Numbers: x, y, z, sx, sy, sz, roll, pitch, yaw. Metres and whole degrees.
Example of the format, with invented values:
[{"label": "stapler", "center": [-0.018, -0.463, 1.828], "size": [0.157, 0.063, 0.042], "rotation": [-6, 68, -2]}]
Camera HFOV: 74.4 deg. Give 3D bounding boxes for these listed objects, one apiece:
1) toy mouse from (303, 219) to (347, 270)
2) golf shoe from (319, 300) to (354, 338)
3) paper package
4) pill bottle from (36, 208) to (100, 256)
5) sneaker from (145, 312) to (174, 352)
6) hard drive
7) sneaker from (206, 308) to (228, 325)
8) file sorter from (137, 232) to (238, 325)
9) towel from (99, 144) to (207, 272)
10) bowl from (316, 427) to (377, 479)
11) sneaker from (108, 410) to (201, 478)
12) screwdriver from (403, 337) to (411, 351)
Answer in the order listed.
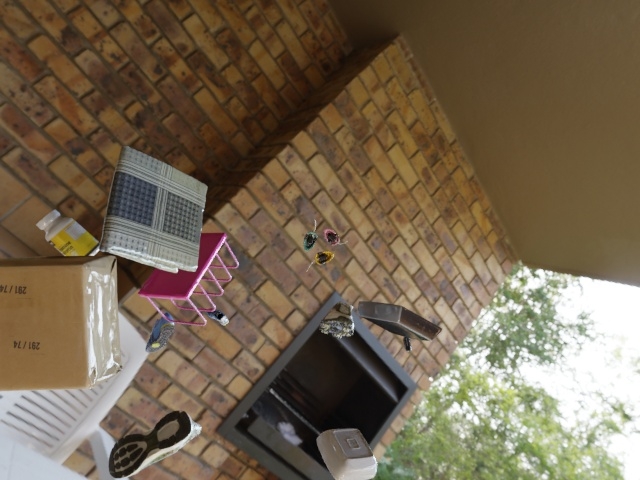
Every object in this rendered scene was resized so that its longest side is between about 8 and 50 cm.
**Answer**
[{"label": "toy mouse", "center": [0.000, 0.000, 1.332], "size": [0.031, 0.161, 0.143], "rotation": [-159, -132, -76]}, {"label": "golf shoe", "center": [0.060, 0.254, 1.410], "size": [0.105, 0.120, 0.273], "rotation": [25, -16, -2]}, {"label": "paper package", "center": [-0.681, 0.194, 1.030], "size": [0.324, 0.310, 0.168], "rotation": [-2, 1, 0]}, {"label": "pill bottle", "center": [-0.824, -0.010, 1.382], "size": [0.184, 0.103, 0.103], "rotation": [49, -18, -21]}, {"label": "sneaker", "center": [-0.679, 0.389, 1.780], "size": [0.069, 0.209, 0.082], "rotation": [14, 34, -43]}, {"label": "hard drive", "center": [0.226, 0.241, 1.273], "size": [0.172, 0.054, 0.254], "rotation": [30, -15, -17]}, {"label": "sneaker", "center": [-0.549, 0.393, 2.236], "size": [0.144, 0.053, 0.059], "rotation": [22, -32, 26]}, {"label": "file sorter", "center": [-0.449, 0.136, 1.507], "size": [0.202, 0.291, 0.182], "rotation": [0, -45, 23]}, {"label": "towel", "center": [-0.479, -0.077, 1.251], "size": [0.056, 0.312, 0.324], "rotation": [-8, -20, 30]}, {"label": "bowl", "center": [0.074, 0.545, 1.094], "size": [0.142, 0.053, 0.142], "rotation": [13, 21, -32]}, {"label": "sneaker", "center": [-0.660, 0.842, 1.709], "size": [0.182, 0.410, 0.158], "rotation": [56, 8, -53]}, {"label": "screwdriver", "center": [0.300, 0.311, 1.502], "size": [0.025, 0.170, 0.024], "rotation": [-26, -33, 38]}]
